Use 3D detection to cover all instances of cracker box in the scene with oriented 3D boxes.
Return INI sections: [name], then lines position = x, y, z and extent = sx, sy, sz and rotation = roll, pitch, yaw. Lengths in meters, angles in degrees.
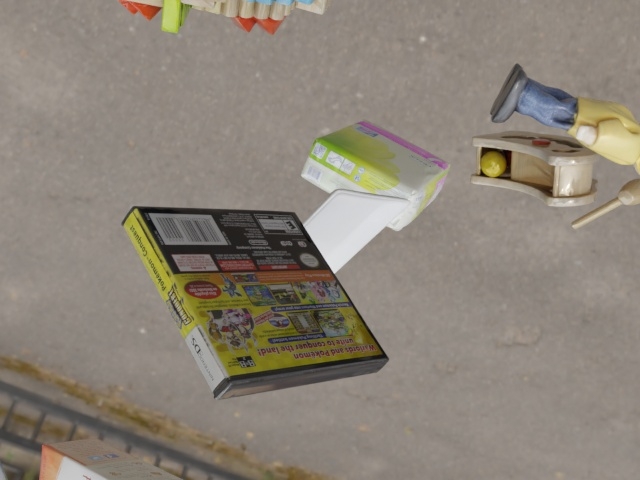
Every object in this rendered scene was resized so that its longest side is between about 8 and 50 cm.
[cracker box]
position = -0.173, 0.284, 0.856
extent = 0.232, 0.155, 0.067
rotation = 8, -176, 44

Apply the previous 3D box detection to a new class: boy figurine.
[boy figurine]
position = 0.382, -0.153, 1.332
extent = 0.285, 0.177, 0.092
rotation = 25, 109, -4

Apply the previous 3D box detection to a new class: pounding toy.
[pounding toy]
position = 0.360, -0.078, 1.491
extent = 0.269, 0.154, 0.155
rotation = 13, 112, 36

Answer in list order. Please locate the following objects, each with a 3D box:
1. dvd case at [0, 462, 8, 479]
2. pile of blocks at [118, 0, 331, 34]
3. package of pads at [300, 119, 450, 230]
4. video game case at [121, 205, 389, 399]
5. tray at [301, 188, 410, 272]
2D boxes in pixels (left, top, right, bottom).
[dvd case]
position = -0.169, 0.159, 0.476
extent = 0.022, 0.253, 0.180
rotation = -21, 163, -33
[pile of blocks]
position = -0.105, -0.303, 1.195
extent = 0.362, 0.149, 0.112
rotation = -4, 128, -20
[package of pads]
position = 0.120, -0.134, 1.895
extent = 0.229, 0.296, 0.101
rotation = 30, 114, 12
[video game case]
position = -0.072, 0.063, 1.135
extent = 0.275, 0.248, 0.035
rotation = 0, 139, -49
[tray]
position = 0.000, 0.000, 1.440
extent = 0.145, 0.030, 0.270
rotation = 5, 143, -40
